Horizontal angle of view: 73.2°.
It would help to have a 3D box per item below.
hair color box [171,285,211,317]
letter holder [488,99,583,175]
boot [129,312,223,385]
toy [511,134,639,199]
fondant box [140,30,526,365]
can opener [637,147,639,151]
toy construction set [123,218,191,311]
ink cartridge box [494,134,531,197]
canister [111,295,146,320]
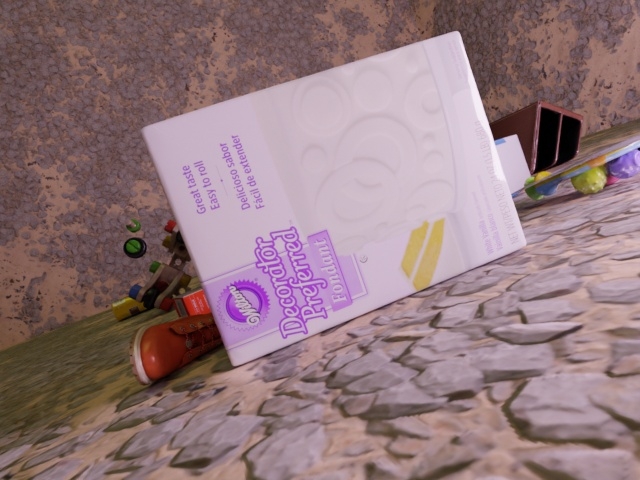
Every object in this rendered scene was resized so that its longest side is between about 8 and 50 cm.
[{"bbox_3d":[-0.206,0.108,0.884,0.167,0.053,0.093,-24,5,-32],"label":"hair color box"},{"bbox_3d":[0.570,-0.236,1.258,0.152,0.214,0.302,12,-7,-16],"label":"letter holder"},{"bbox_3d":[-0.154,0.113,0.496,0.085,0.059,0.158,-15,3,6],"label":"boot"},{"bbox_3d":[0.406,-0.102,0.642,0.137,0.056,0.237,-25,0,-17],"label":"toy"},{"bbox_3d":[0.022,-0.047,0.461,0.331,0.238,0.096,-21,5,-8],"label":"fondant box"},{"bbox_3d":[0.567,-0.157,0.706,0.059,0.073,0.186,25,29,23],"label":"can opener"},{"bbox_3d":[-0.391,0.082,1.265,0.309,0.257,0.237,0,-12,-8],"label":"toy construction set"},{"bbox_3d":[0.304,-0.130,1.029,0.308,0.128,0.223,-17,5,42],"label":"ink cartridge box"},{"bbox_3d":[-0.612,0.207,1.472,0.170,0.073,0.126,-23,4,-18],"label":"canister"}]
